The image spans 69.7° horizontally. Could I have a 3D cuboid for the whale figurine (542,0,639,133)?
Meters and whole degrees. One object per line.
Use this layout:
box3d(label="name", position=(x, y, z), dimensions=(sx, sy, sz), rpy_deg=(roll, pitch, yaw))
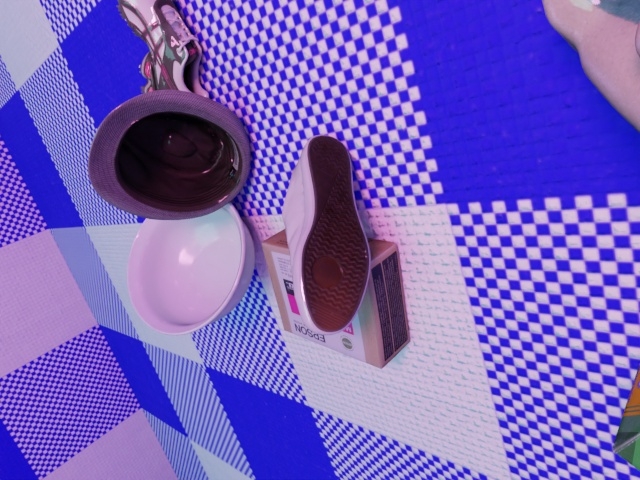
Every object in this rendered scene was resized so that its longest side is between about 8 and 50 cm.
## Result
box3d(label="whale figurine", position=(0.277, -0.125, 0.307), dimensions=(0.141, 0.216, 0.272), rpy_deg=(-50, 49, 31))

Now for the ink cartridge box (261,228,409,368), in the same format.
box3d(label="ink cartridge box", position=(0.023, 0.087, 0.784), dimensions=(0.235, 0.088, 0.193), rpy_deg=(10, 121, 41))

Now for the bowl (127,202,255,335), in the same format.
box3d(label="bowl", position=(-0.244, 0.050, 0.956), dimensions=(0.298, 0.134, 0.297), rpy_deg=(-8, 72, 25))

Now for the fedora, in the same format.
box3d(label="fedora", position=(-0.261, -0.160, 0.810), dimensions=(0.124, 0.275, 0.243), rpy_deg=(54, 128, 43))

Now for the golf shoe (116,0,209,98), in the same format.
box3d(label="golf shoe", position=(-0.262, -0.362, 0.792), dimensions=(0.120, 0.105, 0.272), rpy_deg=(14, 132, 22))

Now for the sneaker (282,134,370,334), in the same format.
box3d(label="sneaker", position=(0.000, 0.000, 0.673), dimensions=(0.123, 0.106, 0.290), rpy_deg=(137, 138, -58))

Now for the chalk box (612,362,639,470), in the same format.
box3d(label="chalk box", position=(0.397, 0.094, 0.326), dimensions=(0.179, 0.180, 0.289), rpy_deg=(38, 136, 23))
